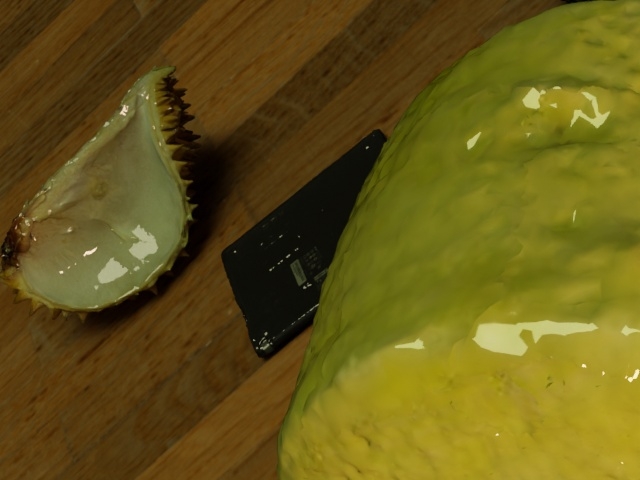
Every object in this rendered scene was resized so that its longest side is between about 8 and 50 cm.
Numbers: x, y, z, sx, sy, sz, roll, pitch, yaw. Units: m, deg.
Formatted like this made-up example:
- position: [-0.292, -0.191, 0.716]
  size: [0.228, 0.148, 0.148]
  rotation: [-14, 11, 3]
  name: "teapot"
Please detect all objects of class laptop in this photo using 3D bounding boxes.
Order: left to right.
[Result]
- position: [0.000, 0.000, 1.171]
  size: [0.180, 0.016, 0.129]
  rotation: [-38, 45, 13]
  name: "laptop"

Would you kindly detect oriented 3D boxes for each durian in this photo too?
- position: [-0.185, -0.042, 1.270]
  size: [0.252, 0.139, 0.144]
  rotation: [-39, 39, 14]
  name: "durian"

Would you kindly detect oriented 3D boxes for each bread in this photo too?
- position: [0.162, 0.056, 0.771]
  size: [0.348, 0.348, 0.308]
  rotation: [-14, 47, 34]
  name: "bread"

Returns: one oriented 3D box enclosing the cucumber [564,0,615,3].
- position: [0.263, -0.157, 1.009]
  size: [0.081, 0.072, 0.303]
  rotation: [-48, 43, 1]
  name: "cucumber"
